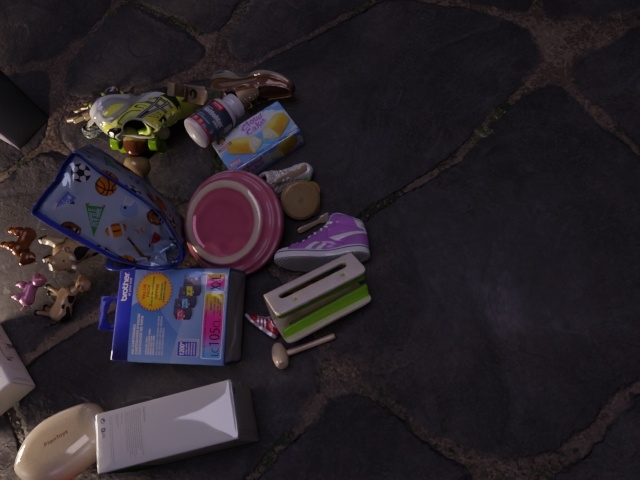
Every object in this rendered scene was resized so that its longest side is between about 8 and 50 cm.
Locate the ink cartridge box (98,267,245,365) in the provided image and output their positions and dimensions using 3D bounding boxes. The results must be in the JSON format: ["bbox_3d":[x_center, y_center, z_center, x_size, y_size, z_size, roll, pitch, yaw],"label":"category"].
[{"bbox_3d":[-0.428,0.214,1.506,0.396,0.151,0.269,-1,79,12],"label":"ink cartridge box"}]

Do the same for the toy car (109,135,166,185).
[{"bbox_3d":[-0.618,-0.259,1.792,0.155,0.149,0.188,1,92,-1],"label":"toy car"}]

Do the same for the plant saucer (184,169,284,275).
[{"bbox_3d":[-0.276,-0.053,1.589,0.332,0.084,0.332,-1,86,18],"label":"plant saucer"}]

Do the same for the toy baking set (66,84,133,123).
[{"bbox_3d":[-0.809,-0.506,1.926,0.256,0.030,0.196,-24,40,-3],"label":"toy baking set"}]

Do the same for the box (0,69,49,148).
[{"bbox_3d":[-1.219,-0.523,1.905,0.294,0.296,0.182,28,75,20],"label":"box"}]

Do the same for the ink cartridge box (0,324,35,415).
[{"bbox_3d":[-1.033,0.396,1.583,0.207,0.117,0.283,-42,67,-8],"label":"ink cartridge box"}]

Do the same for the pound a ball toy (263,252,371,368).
[{"bbox_3d":[-0.023,0.188,1.474,0.319,0.208,0.136,-26,39,-13],"label":"pound a ball toy"}]

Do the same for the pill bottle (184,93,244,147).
[{"bbox_3d":[-0.338,-0.394,1.705,0.108,0.108,0.180,37,66,22],"label":"pill bottle"}]

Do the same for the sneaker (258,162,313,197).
[{"bbox_3d":[-0.131,-0.184,1.655,0.232,0.115,0.090,-29,66,-2],"label":"sneaker"}]

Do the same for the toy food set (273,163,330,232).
[{"bbox_3d":[-0.058,-0.127,1.635,0.132,0.038,0.192,-25,98,-3],"label":"toy food set"}]

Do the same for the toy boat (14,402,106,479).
[{"bbox_3d":[-0.674,0.619,1.423,0.268,0.148,0.318,-26,58,-6],"label":"toy boat"}]

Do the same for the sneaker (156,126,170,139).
[{"bbox_3d":[-0.616,-0.425,1.877,0.212,0.080,0.094,18,57,17],"label":"sneaker"}]

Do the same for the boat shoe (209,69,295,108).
[{"bbox_3d":[-0.241,-0.509,1.819,0.325,0.123,0.116,6,72,23],"label":"boat shoe"}]

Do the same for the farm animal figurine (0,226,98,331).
[{"bbox_3d":[-0.786,0.068,1.625,0.172,0.330,0.326,10,41,17],"label":"farm animal figurine"}]

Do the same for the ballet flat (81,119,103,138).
[{"bbox_3d":[-0.781,-0.436,1.913,0.188,0.070,0.070,-35,66,-5],"label":"ballet flat"}]

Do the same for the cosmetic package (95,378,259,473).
[{"bbox_3d":[-0.367,0.488,1.377,0.366,0.197,0.155,-15,66,6],"label":"cosmetic package"}]

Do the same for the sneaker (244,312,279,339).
[{"bbox_3d":[-0.159,0.229,1.528,0.118,0.042,0.067,33,81,13],"label":"sneaker"}]

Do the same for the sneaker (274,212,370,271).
[{"bbox_3d":[0.000,0.000,1.573,0.282,0.102,0.161,-6,60,1],"label":"sneaker"}]

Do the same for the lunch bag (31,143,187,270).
[{"bbox_3d":[-0.562,-0.071,1.497,0.385,0.328,0.239,34,95,-22],"label":"lunch bag"}]

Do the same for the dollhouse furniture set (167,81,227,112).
[{"bbox_3d":[-0.407,-0.428,1.741,0.101,0.182,0.160,14,106,24],"label":"dollhouse furniture set"}]

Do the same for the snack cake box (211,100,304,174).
[{"bbox_3d":[-0.206,-0.322,1.743,0.264,0.089,0.152,-33,66,-4],"label":"snack cake box"}]

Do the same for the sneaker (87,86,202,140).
[{"bbox_3d":[-0.555,-0.405,1.737,0.385,0.145,0.147,-23,74,-39],"label":"sneaker"}]
